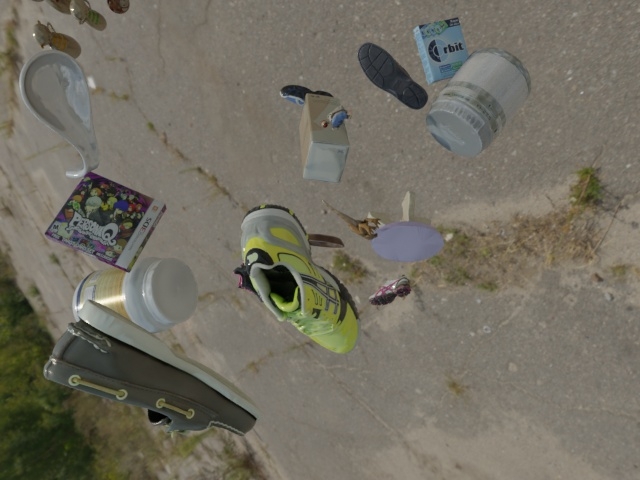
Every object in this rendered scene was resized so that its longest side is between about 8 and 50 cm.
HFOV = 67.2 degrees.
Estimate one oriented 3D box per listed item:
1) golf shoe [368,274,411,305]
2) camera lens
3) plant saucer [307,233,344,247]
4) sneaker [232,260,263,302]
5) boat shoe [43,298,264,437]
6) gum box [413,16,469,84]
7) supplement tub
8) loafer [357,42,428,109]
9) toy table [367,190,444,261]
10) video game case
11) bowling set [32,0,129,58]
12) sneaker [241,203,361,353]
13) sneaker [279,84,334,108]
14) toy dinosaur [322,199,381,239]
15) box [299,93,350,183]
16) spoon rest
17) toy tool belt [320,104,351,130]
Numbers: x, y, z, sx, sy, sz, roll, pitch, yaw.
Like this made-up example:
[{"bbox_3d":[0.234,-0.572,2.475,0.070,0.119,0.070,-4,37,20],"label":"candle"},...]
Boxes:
[{"bbox_3d":[0.280,0.205,1.959,0.186,0.086,0.067,-26,133,21],"label":"golf shoe"},{"bbox_3d":[0.478,-0.419,1.455,0.219,0.274,0.219,38,169,8],"label":"camera lens"},{"bbox_3d":[0.000,0.000,1.626,0.168,0.168,0.029,-2,81,53],"label":"plant saucer"},{"bbox_3d":[-0.180,0.111,1.218,0.119,0.057,0.047,60,158,-10],"label":"sneaker"},{"bbox_3d":[-0.189,0.185,0.600,0.109,0.091,0.305,12,153,46],"label":"boat shoe"},{"bbox_3d":[0.403,-0.623,1.585,0.041,0.156,0.185,180,72,-73],"label":"gum box"},{"bbox_3d":[-0.555,0.175,1.460,0.316,0.228,0.228,-13,109,25],"label":"supplement tub"},{"bbox_3d":[0.252,-0.578,1.704,0.302,0.095,0.109,39,115,-10],"label":"loafer"},{"bbox_3d":[0.305,-0.039,1.779,0.252,0.274,0.161,-58,28,34],"label":"toy table"},{"bbox_3d":[-0.567,-0.053,1.287,0.232,0.210,0.042,24,156,-2],"label":"video game case"},{"bbox_3d":[-0.583,-0.599,1.154,0.154,0.199,0.287,-53,-47,-82],"label":"bowling set"},{"bbox_3d":[-0.042,0.115,0.927,0.145,0.147,0.385,-21,126,22],"label":"sneaker"},{"bbox_3d":[-0.053,-0.518,1.796,0.081,0.211,0.080,123,148,-46],"label":"sneaker"},{"bbox_3d":[0.102,-0.043,1.366,0.112,0.064,0.211,-5,147,44],"label":"toy dinosaur"},{"bbox_3d":[0.007,-0.337,1.568,0.311,0.121,0.148,-97,17,-48],"label":"box"},{"bbox_3d":[-0.513,-0.245,0.980,0.084,0.137,0.276,22,137,19],"label":"spoon rest"},{"bbox_3d":[0.046,-0.346,1.389,0.051,0.083,0.052,52,-177,24],"label":"toy tool belt"}]
